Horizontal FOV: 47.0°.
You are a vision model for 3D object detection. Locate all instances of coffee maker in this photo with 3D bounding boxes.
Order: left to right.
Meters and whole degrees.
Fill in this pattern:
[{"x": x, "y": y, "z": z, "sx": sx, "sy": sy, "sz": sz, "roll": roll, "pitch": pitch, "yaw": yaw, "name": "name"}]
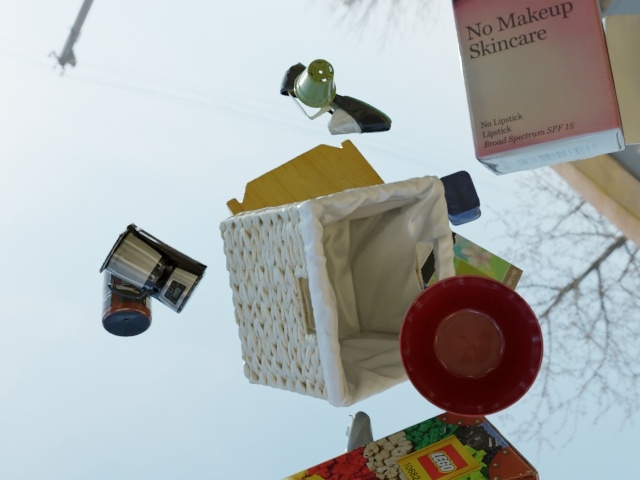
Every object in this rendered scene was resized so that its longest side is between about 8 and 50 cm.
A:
[{"x": -0.316, "y": 0.047, "z": 1.443, "sx": 0.178, "sy": 0.120, "sz": 0.171, "roll": 32, "pitch": -147, "yaw": -8, "name": "coffee maker"}]

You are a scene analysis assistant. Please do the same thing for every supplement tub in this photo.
[{"x": -0.415, "y": 0.102, "z": 1.581, "sx": 0.106, "sy": 0.106, "sz": 0.198, "roll": 19, "pitch": -140, "yaw": -31, "name": "supplement tub"}]

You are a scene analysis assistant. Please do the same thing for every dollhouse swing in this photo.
[{"x": 0.000, "y": 0.000, "z": 1.831, "sx": 0.315, "sy": 0.347, "sz": 0.305, "roll": 54, "pitch": 166, "yaw": 24, "name": "dollhouse swing"}]

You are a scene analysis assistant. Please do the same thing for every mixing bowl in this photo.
[{"x": 0.199, "y": 0.140, "z": 0.987, "sx": 0.181, "sy": 0.181, "sz": 0.098, "roll": 41, "pitch": -179, "yaw": 12, "name": "mixing bowl"}]

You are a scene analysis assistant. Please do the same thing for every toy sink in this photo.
[{"x": 0.556, "y": -0.299, "z": 1.400, "sx": 0.153, "sy": 0.234, "sz": 0.131, "roll": -7, "pitch": -170, "yaw": -20, "name": "toy sink"}]

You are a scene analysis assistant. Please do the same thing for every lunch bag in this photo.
[{"x": 0.260, "y": -0.081, "z": 1.387, "sx": 0.065, "sy": 0.067, "sz": 0.098, "roll": 58, "pitch": -163, "yaw": -65, "name": "lunch bag"}]

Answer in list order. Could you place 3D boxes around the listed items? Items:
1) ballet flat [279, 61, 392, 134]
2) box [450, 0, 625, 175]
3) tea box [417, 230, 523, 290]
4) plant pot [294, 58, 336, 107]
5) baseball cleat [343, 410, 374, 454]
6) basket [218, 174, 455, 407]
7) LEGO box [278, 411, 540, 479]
[{"x": 0.025, "y": -0.295, "z": 1.657, "sx": 0.280, "sy": 0.096, "sz": 0.095, "roll": 33, "pitch": 171, "yaw": 17, "name": "ballet flat"}, {"x": 0.236, "y": -0.203, "z": 0.808, "sx": 0.127, "sy": 0.149, "sz": 0.232, "roll": 9, "pitch": -108, "yaw": -65, "name": "box"}, {"x": 0.338, "y": 0.163, "z": 2.076, "sx": 0.323, "sy": 0.329, "sz": 0.220, "roll": 29, "pitch": -126, "yaw": 9, "name": "tea box"}, {"x": -0.004, "y": -0.306, "z": 1.402, "sx": 0.083, "sy": 0.083, "sz": 0.079, "roll": 35, "pitch": 164, "yaw": 0, "name": "plant pot"}, {"x": 0.092, "y": 0.386, "z": 1.209, "sx": 0.109, "sy": 0.206, "sz": 0.072, "roll": 3, "pitch": -174, "yaw": 27, "name": "baseball cleat"}, {"x": 0.043, "y": 0.074, "z": 1.284, "sx": 0.331, "sy": 0.328, "sz": 0.266, "roll": -14, "pitch": -173, "yaw": -41, "name": "basket"}, {"x": 0.137, "y": 0.544, "z": 1.053, "sx": 0.372, "sy": 0.500, "sz": 0.193, "roll": -19, "pitch": -159, "yaw": -11, "name": "LEGO box"}]
